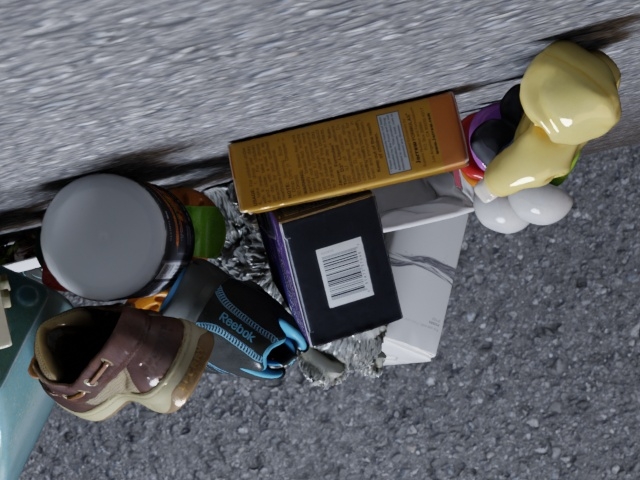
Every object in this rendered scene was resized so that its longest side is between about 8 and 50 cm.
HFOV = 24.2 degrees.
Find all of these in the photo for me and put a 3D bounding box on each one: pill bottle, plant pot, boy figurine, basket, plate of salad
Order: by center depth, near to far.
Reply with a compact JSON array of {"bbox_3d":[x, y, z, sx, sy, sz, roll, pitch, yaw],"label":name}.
[{"bbox_3d":[0.203,-0.108,1.360,0.177,0.092,0.285,-49,177,-3],"label":"boy figurine"},{"bbox_3d":[-0.206,-0.002,1.589,0.130,0.130,0.246,-13,179,4],"label":"pill bottle"},{"bbox_3d":[-0.420,0.135,1.725,0.247,0.248,0.252,25,148,-5],"label":"plant pot"},{"bbox_3d":[0.096,-0.071,1.883,0.167,0.113,0.103,-12,180,-17],"label":"basket"},{"bbox_3d":[-0.418,0.019,2.062,0.200,0.048,0.200,-14,-178,1],"label":"plate of salad"}]

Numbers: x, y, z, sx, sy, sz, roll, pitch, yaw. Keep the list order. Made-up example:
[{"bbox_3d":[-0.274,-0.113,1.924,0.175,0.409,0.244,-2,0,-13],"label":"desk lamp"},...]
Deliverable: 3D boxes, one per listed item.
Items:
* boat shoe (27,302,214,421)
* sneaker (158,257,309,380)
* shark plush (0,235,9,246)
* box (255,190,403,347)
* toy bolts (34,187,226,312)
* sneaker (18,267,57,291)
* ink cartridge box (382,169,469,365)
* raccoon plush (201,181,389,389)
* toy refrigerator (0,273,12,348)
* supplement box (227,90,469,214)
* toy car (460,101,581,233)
[{"bbox_3d":[-0.234,0.110,1.530,0.123,0.123,0.342,29,164,-24],"label":"boat shoe"},{"bbox_3d":[-0.084,0.119,1.725,0.140,0.125,0.341,32,179,14],"label":"sneaker"},{"bbox_3d":[-0.476,0.014,1.953,0.067,0.073,0.161,10,-145,38],"label":"shark plush"},{"bbox_3d":[0.000,0.000,1.642,0.108,0.153,0.207,-17,-159,-8],"label":"box"},{"bbox_3d":[-0.241,0.036,1.856,0.228,0.218,0.158,6,-178,-8],"label":"toy bolts"},{"bbox_3d":[-0.321,0.027,2.252,0.267,0.101,0.106,-13,176,-20],"label":"sneaker"},{"bbox_3d":[0.107,0.030,2.198,0.117,0.283,0.207,21,165,-22],"label":"ink cartridge box"},{"bbox_3d":[-0.075,0.069,2.089,0.216,0.299,0.446,-12,179,-37],"label":"raccoon plush"},{"bbox_3d":[-0.357,0.040,1.476,0.094,0.102,0.269,-13,-171,-12],"label":"toy refrigerator"},{"bbox_3d":[0.028,-0.085,1.498,0.233,0.080,0.078,-15,178,5],"label":"supplement box"},{"bbox_3d":[0.222,-0.104,1.714,0.136,0.159,0.182,26,165,-18],"label":"toy car"}]
